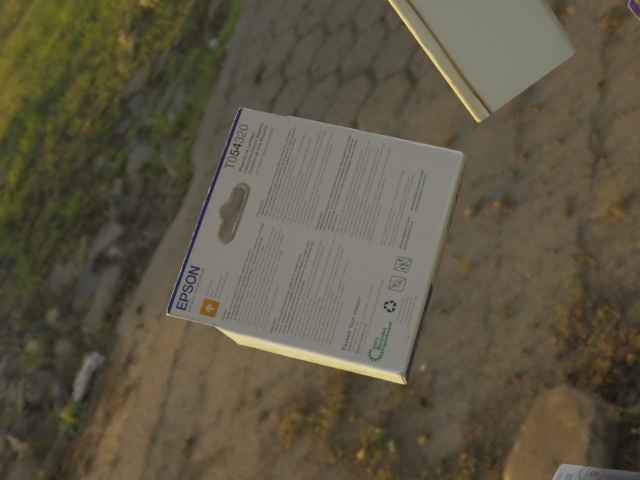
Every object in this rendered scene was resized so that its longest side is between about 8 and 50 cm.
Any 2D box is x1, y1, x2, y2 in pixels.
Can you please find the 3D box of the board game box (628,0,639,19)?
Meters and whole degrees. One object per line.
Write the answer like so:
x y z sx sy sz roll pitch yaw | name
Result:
0.470 -0.302 1.498 0.033 0.133 0.169 -56 2 38 | board game box

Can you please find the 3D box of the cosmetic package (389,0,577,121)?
0.084 -0.271 1.001 0.113 0.309 0.160 -36 27 11 | cosmetic package

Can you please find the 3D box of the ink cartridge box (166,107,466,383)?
0.000 0.000 1.553 0.330 0.071 0.324 13 70 15 | ink cartridge box

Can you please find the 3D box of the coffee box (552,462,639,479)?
0.324 0.419 1.389 0.168 0.119 0.297 -2 34 41 | coffee box
